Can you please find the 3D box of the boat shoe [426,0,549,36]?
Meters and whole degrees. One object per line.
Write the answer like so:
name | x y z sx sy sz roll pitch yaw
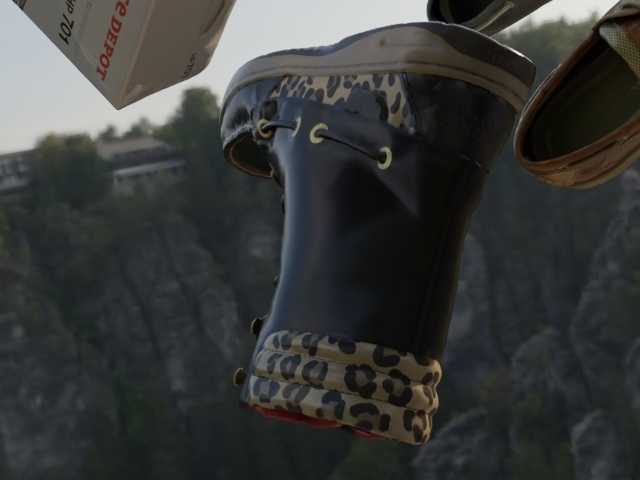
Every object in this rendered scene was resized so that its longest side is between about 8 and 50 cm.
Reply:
boat shoe | 0.238 -0.308 1.104 0.319 0.116 0.099 -33 -5 37

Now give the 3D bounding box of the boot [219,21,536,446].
boot | 0.000 0.000 0.840 0.138 0.284 0.377 19 -12 -31

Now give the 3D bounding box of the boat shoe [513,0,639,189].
boat shoe | 0.291 -0.162 0.914 0.120 0.122 0.324 -7 -38 -55

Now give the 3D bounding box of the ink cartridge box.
ink cartridge box | -0.141 -0.199 0.658 0.082 0.191 0.140 -33 -17 -40
